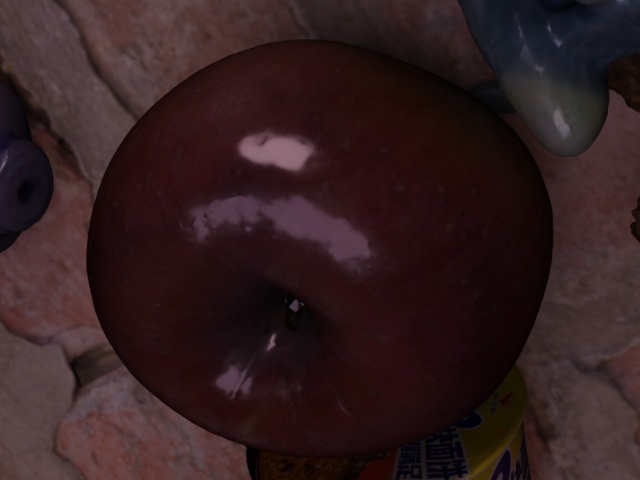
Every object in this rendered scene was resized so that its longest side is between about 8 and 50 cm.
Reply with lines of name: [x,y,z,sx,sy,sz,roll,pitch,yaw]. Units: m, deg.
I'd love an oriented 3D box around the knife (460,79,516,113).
knife: [0.079,-0.102,0.931,0.210,0.015,0.028,-2,117,16]

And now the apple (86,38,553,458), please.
apple: [0.000,0.000,0.867,0.306,0.235,0.305,7,125,11]

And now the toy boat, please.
toy boat: [0.145,-0.221,0.730,0.215,0.123,0.329,-18,75,41]

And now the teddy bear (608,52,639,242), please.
teddy bear: [0.262,-0.088,0.776,0.296,0.222,0.246,36,118,-1]

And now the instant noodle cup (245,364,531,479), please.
instant noodle cup: [0.069,0.199,0.961,0.213,0.213,0.174,-9,117,18]

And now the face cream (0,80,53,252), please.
face cream: [-0.400,-0.084,1.025,0.420,0.137,0.234,14,116,21]
